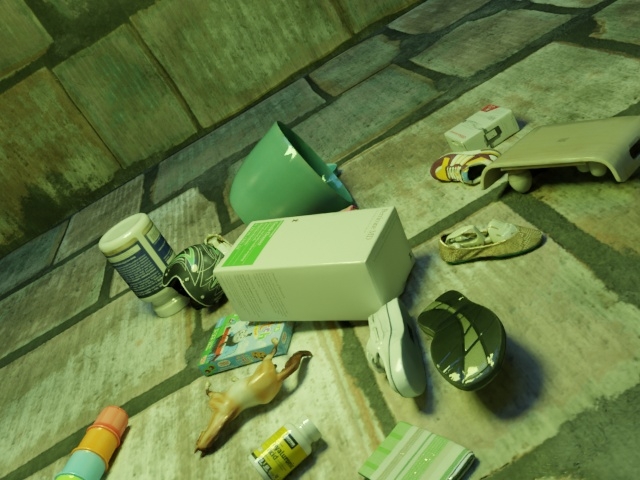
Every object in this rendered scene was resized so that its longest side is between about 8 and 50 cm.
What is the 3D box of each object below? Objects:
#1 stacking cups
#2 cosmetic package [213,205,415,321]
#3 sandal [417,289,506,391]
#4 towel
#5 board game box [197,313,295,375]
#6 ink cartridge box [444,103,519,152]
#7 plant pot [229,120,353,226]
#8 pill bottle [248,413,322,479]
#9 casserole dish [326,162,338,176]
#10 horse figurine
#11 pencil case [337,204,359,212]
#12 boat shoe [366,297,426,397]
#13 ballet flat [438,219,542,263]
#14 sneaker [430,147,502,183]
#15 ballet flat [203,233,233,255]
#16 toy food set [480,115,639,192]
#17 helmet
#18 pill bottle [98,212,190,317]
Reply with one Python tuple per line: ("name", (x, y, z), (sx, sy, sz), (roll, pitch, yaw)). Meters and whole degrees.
("stacking cups", (-0.476, 0.456, 1.302), (0.096, 0.096, 0.316), (-21, 28, 22))
("cosmetic package", (-0.011, 0.055, 1.391), (0.366, 0.155, 0.197), (-7, 33, 30))
("sandal", (0.239, 0.162, 1.077), (0.120, 0.086, 0.303), (-34, 10, 7))
("towel", (0.138, 0.326, 0.958), (0.113, 0.023, 0.152), (-41, 25, -25))
("board game box", (-0.155, 0.209, 1.462), (0.211, 0.039, 0.160), (-19, 28, 23))
("ink cartridge box", (0.409, -0.276, 1.684), (0.150, 0.063, 0.109), (-33, 26, -3))
("plant pot", (-0.097, -0.129, 1.741), (0.235, 0.293, 0.293), (-42, 24, 10))
("pill bottle", (-0.056, 0.342, 1.085), (0.116, 0.065, 0.065), (-39, 27, -16))
("casserole dish", (-0.013, -0.166, 1.983), (0.114, 0.037, 0.188), (-7, 35, 41))
("horse figurine", (-0.139, 0.285, 1.281), (0.263, 0.066, 0.174), (-31, 20, 6))
("pencil case", (0.000, 0.000, 1.600), (0.236, 0.104, 0.104), (-24, 26, 13))
("boat shoe", (0.123, 0.194, 1.142), (0.084, 0.095, 0.258), (-29, 15, 14))
("ballet flat", (0.321, -0.002, 1.285), (0.206, 0.067, 0.073), (-15, 29, 31))
("sneaker", (0.335, -0.169, 1.566), (0.185, 0.069, 0.084), (-11, 27, 38))
("ballet flat", (-0.277, 0.036, 1.863), (0.091, 0.077, 0.241), (-38, 27, -16))
("toy food set", (0.514, -0.167, 1.371), (0.306, 0.092, 0.220), (3, 30, 48))
("helmet", (-0.310, 0.091, 1.708), (0.161, 0.169, 0.169), (-16, 29, 40))
("pill bottle", (-0.461, 0.071, 1.785), (0.153, 0.264, 0.153), (-25, 25, 12))
